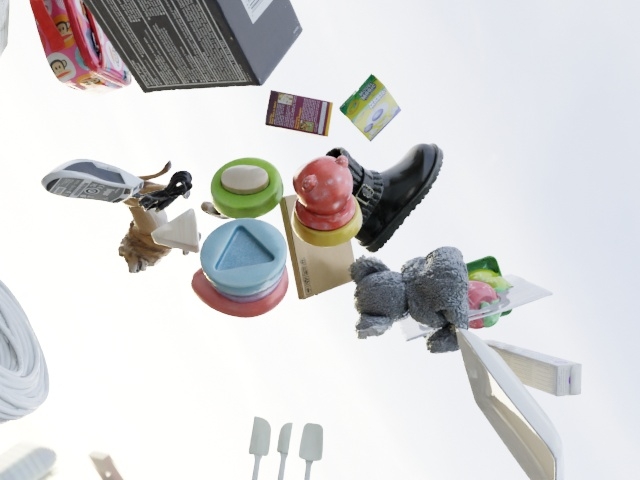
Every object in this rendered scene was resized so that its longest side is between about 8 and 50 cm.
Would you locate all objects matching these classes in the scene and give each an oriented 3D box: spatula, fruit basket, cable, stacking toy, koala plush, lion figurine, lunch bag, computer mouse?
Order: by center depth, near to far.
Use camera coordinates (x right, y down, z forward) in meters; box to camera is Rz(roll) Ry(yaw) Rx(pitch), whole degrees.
[{"bbox_3d":[-0.478,0.137,0.864,0.257,0.089,0.257,61,-5,-4],"label":"cable"},{"bbox_3d":[-0.282,-0.082,0.870,0.106,0.192,0.042,-26,-116,42],"label":"computer mouse"},{"bbox_3d":[-0.112,-0.052,1.018,0.279,0.309,0.130,31,-31,24],"label":"stacking toy"},{"bbox_3d":[0.164,0.103,1.214,0.221,0.196,0.203,-3,-28,4],"label":"koala plush"},{"bbox_3d":[-0.517,-0.463,1.320,0.120,0.258,0.293,-16,-90,9],"label":"lunch bag"},{"bbox_3d":[-0.084,0.527,1.417,0.168,0.242,0.019,10,-22,-9],"label":"spatula"},{"bbox_3d":[0.340,0.158,1.487,0.353,0.326,0.166,-91,162,-81],"label":"fruit basket"},{"bbox_3d":[-0.476,-0.070,1.748,0.240,0.142,0.393,10,-50,14],"label":"lion figurine"}]

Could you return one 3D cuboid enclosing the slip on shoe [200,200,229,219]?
[{"bbox_3d":[-0.327,-0.096,2.057,0.041,0.135,0.052,27,-86,44],"label":"slip on shoe"}]

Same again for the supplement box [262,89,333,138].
[{"bbox_3d":[-0.066,-0.362,1.836,0.081,0.188,0.104,-176,-85,-80],"label":"supplement box"}]

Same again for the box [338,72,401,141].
[{"bbox_3d":[0.108,-0.286,1.366,0.105,0.179,0.043,-46,-112,9],"label":"box"}]

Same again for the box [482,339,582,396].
[{"bbox_3d":[0.445,0.276,1.407,0.324,0.063,0.067,179,-89,-72],"label":"box"}]

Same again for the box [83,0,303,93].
[{"bbox_3d":[-0.236,-0.427,1.080,0.293,0.183,0.296,5,-39,32],"label":"box"}]

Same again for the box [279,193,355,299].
[{"bbox_3d":[0.000,0.000,1.253,0.021,0.164,0.202,-6,-83,45],"label":"box"}]

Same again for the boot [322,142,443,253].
[{"bbox_3d":[0.132,-0.165,1.589,0.260,0.348,0.131,40,-8,-23],"label":"boot"}]

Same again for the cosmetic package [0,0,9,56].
[{"bbox_3d":[-0.474,-0.184,0.725,0.113,0.310,0.160,20,-30,-18],"label":"cosmetic package"}]

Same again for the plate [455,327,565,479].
[{"bbox_3d":[0.342,0.312,1.103,0.277,0.045,0.278,57,-7,46],"label":"plate"}]
